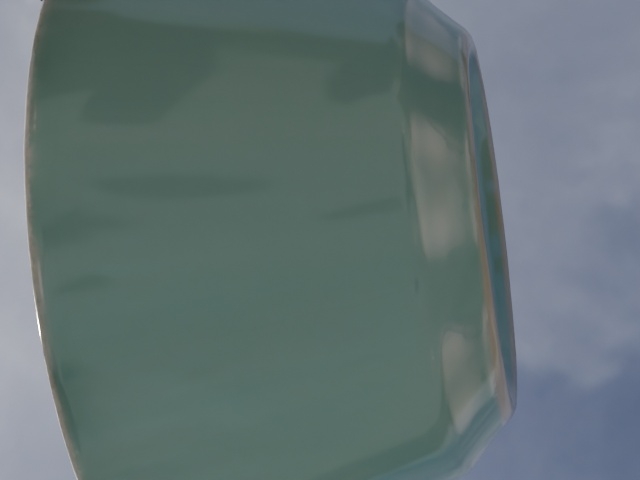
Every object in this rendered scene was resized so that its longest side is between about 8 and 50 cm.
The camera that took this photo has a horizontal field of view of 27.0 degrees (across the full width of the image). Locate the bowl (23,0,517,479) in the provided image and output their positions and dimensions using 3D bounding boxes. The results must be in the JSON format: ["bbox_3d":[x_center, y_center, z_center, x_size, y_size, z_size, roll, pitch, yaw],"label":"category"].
[{"bbox_3d":[0.000,0.000,0.617,0.163,0.311,0.311,-8,-80,10],"label":"bowl"}]
